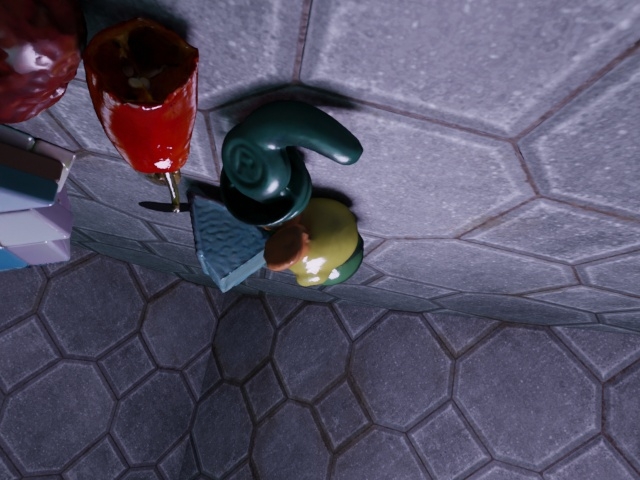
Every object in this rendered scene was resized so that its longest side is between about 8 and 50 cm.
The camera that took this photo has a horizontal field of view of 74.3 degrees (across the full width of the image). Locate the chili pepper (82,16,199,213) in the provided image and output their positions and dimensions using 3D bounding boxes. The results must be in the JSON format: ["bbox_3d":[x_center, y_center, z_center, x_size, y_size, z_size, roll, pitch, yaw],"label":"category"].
[{"bbox_3d":[-0.258,-0.175,0.647,0.131,0.135,0.338,27,159,-6],"label":"chili pepper"}]

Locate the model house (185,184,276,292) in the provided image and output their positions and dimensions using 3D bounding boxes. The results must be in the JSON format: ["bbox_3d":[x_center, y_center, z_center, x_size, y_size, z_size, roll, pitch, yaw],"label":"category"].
[{"bbox_3d":[-0.257,-0.026,1.162,0.249,0.230,0.280,53,161,5],"label":"model house"}]

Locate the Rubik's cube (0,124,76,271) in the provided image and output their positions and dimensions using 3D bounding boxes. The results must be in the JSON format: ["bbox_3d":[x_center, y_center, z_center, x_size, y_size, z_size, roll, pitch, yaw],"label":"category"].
[{"bbox_3d":[-0.765,-0.095,0.980,0.387,0.358,0.368,-10,133,-17],"label":"Rubik's cube"}]

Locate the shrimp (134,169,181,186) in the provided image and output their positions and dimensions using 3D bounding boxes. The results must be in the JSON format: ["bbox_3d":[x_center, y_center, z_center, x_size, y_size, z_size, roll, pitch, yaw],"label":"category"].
[{"bbox_3d":[-0.381,-0.161,0.959,0.132,0.052,0.187,20,166,-30],"label":"shrimp"}]

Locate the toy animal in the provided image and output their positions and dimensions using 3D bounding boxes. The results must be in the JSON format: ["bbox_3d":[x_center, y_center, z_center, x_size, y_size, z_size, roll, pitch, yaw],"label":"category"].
[{"bbox_3d":[0.003,-0.001,1.004,0.191,0.216,0.338,-23,156,17],"label":"toy animal"}]

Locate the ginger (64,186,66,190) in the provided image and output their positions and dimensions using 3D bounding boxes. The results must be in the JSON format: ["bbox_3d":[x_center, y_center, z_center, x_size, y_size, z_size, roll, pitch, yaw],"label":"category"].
[{"bbox_3d":[-0.909,-0.183,1.235,0.294,0.086,0.131,12,158,-33],"label":"ginger"}]

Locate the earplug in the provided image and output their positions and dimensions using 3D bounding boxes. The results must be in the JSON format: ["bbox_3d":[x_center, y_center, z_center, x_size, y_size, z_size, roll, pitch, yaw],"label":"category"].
[{"bbox_3d":[-0.064,-0.127,0.737,0.257,0.164,0.280,-29,170,7],"label":"earplug"}]

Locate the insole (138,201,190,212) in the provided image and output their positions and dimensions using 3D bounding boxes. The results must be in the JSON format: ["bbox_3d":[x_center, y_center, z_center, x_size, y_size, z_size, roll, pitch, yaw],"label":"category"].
[{"bbox_3d":[-0.472,-0.104,1.329,0.253,0.005,0.086,4,164,28],"label":"insole"}]

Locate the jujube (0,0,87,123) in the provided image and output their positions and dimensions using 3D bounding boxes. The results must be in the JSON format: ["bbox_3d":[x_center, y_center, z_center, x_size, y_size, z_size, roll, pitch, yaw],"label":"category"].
[{"bbox_3d":[-0.375,-0.233,0.507,0.230,0.155,0.155,-6,158,36],"label":"jujube"}]
